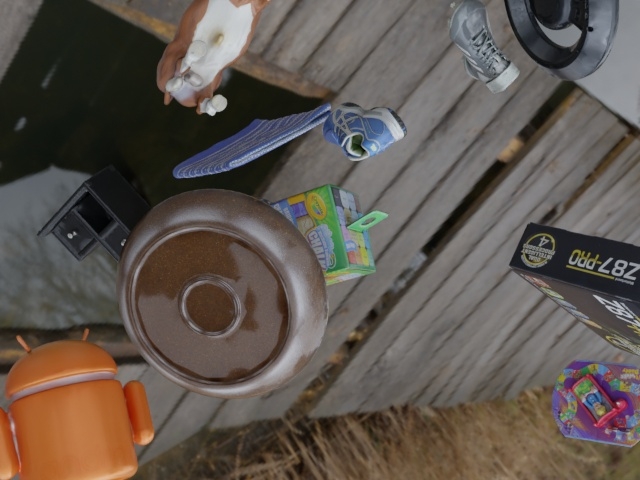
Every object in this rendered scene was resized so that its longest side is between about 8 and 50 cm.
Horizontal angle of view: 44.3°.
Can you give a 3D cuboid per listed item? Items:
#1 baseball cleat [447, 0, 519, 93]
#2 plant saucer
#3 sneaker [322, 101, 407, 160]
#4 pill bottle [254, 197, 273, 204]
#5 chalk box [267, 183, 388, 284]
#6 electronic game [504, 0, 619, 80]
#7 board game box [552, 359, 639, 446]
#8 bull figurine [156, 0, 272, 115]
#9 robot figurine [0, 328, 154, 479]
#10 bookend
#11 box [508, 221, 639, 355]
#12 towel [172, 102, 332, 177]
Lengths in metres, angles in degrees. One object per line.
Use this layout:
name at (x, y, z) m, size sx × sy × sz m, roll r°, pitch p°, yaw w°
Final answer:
baseball cleat at (0.259, -0.296, 1.210) m, size 0.072 × 0.109 × 0.206 m, roll -48°, pitch 157°, yaw 5°
plant saucer at (-0.146, 0.085, 1.082) m, size 0.310 × 0.311 × 0.050 m, roll -48°, pitch -179°, yaw 19°
sneaker at (0.055, -0.184, 1.349) m, size 0.081 × 0.211 × 0.080 m, roll -44°, pitch 113°, yaw -18°
pill bottle at (-0.151, -0.044, 1.947) m, size 0.123 × 0.122 × 0.219 m, roll -39°, pitch 178°, yaw 2°
chalk box at (0.000, 0.000, 1.195) m, size 0.213 × 0.132 × 0.132 m, roll -16°, pitch 169°, yaw 21°
electronic game at (0.309, -0.322, 1.029) m, size 0.048 × 0.229 × 0.229 m, roll -21°, pitch 149°, yaw -13°
board game box at (0.459, 0.265, 1.303) m, size 0.033 × 0.169 × 0.133 m, roll 23°, pitch 73°, yaw -48°
bull figurine at (-0.127, -0.314, 1.076) m, size 0.101 × 0.188 × 0.310 m, roll 23°, pitch 100°, yaw -25°
robot figurine at (-0.277, 0.206, 0.879) m, size 0.158 × 0.219 × 0.128 m, roll -16°, pitch 165°, yaw -2°
bookend at (-0.335, -0.007, 1.235) m, size 0.157 × 0.156 × 0.072 m, roll -36°, pitch -171°, yaw 34°
box at (0.538, 0.117, 1.258) m, size 0.395 × 0.318 × 0.097 m, roll 33°, pitch 80°, yaw -37°
towel at (-0.145, -0.194, 1.552) m, size 0.243 × 0.040 × 0.336 m, roll -32°, pitch -165°, yaw -24°
